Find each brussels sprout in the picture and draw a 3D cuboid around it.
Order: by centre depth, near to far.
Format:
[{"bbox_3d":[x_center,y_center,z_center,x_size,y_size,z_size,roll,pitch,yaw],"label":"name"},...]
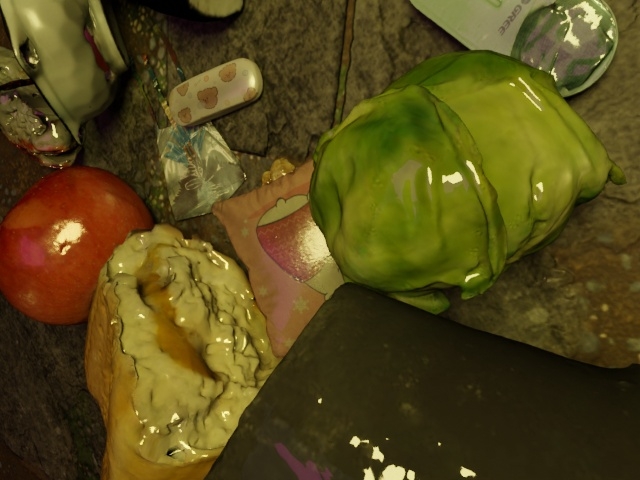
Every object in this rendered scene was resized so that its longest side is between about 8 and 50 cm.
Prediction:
[{"bbox_3d":[0.118,-0.055,0.502,0.259,0.294,0.227,-24,102,-10],"label":"brussels sprout"}]

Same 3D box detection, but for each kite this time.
[{"bbox_3d":[-0.223,-0.192,0.843,0.169,0.015,0.310,-19,91,32],"label":"kite"}]

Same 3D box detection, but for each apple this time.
[{"bbox_3d":[-0.395,0.016,0.858,0.206,0.251,0.272,40,103,2],"label":"apple"}]

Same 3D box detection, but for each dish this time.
[{"bbox_3d":[-0.374,-0.318,0.799,0.120,0.303,0.303,-18,91,-8],"label":"dish"}]

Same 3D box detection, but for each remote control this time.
[{"bbox_3d":[0.191,-0.244,0.543,0.247,0.052,0.104,46,121,16],"label":"remote control"}]

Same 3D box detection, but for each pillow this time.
[{"bbox_3d":[0.000,0.000,0.664,0.236,0.084,0.223,-28,82,0],"label":"pillow"}]

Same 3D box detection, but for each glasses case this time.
[{"bbox_3d":[-0.157,-0.217,0.771,0.164,0.041,0.063,-12,93,28],"label":"glasses case"}]

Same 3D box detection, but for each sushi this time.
[{"bbox_3d":[-0.549,-0.254,0.968,0.332,0.124,0.130,33,127,21],"label":"sushi"}]

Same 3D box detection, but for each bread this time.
[{"bbox_3d":[-0.205,0.224,0.778,0.361,0.250,0.394,62,140,39],"label":"bread"}]

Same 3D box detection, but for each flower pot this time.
[{"bbox_3d":[0.056,0.200,0.416,0.251,0.379,0.379,35,117,9],"label":"flower pot"}]

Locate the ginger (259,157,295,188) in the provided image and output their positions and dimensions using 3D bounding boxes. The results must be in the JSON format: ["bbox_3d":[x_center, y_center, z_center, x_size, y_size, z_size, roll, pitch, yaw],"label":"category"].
[{"bbox_3d":[-0.037,-0.001,0.744,0.176,0.052,0.193,29,103,12],"label":"ginger"}]

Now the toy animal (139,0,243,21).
[{"bbox_3d":[-0.239,-0.447,0.672,0.309,0.251,0.251,30,115,16],"label":"toy animal"}]
